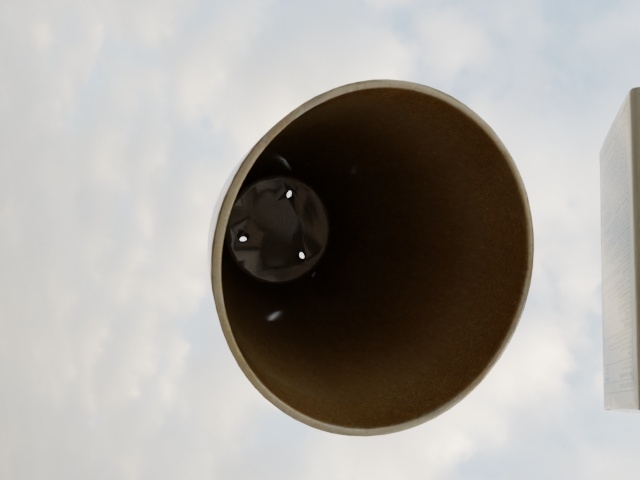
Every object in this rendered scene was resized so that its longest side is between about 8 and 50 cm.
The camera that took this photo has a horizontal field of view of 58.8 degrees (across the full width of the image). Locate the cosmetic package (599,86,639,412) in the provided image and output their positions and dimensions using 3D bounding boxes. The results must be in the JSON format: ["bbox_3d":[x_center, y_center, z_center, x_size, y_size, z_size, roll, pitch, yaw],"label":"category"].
[{"bbox_3d":[0.355,0.019,0.569,0.113,0.160,0.309,1,-105,16],"label":"cosmetic package"}]

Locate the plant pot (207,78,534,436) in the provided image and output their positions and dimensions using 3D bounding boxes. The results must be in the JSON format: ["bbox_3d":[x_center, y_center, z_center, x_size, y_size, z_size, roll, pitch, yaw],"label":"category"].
[{"bbox_3d":[0.000,0.000,0.488,0.254,0.237,0.237,-162,-113,-66],"label":"plant pot"}]
